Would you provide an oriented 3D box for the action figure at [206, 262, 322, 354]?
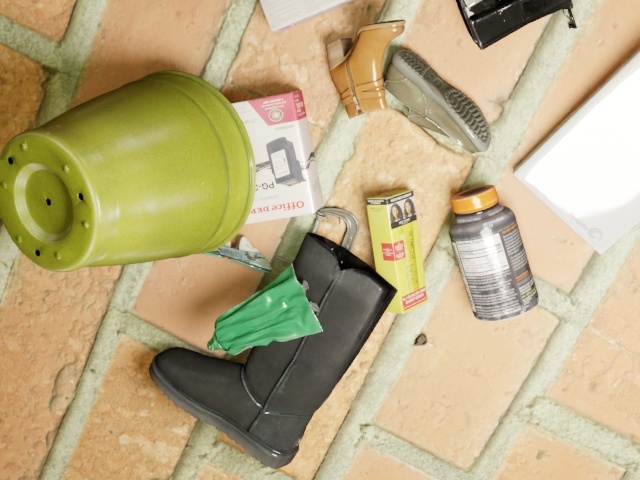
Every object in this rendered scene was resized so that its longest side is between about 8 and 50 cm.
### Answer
[{"bbox_3d":[-0.119,0.153,1.480,0.232,0.063,0.137,-27,77,16],"label":"action figure"}]

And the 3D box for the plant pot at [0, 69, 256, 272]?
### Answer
[{"bbox_3d":[-0.363,-0.102,1.402,0.366,0.353,0.366,9,110,27],"label":"plant pot"}]

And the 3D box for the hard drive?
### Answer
[{"bbox_3d":[0.563,-0.171,1.430,0.233,0.047,0.353,42,115,-2],"label":"hard drive"}]

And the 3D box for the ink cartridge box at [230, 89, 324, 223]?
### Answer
[{"bbox_3d":[-0.103,-0.160,1.533,0.172,0.100,0.237,-9,102,11],"label":"ink cartridge box"}]

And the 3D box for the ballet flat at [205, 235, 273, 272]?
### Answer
[{"bbox_3d":[-0.183,0.014,1.610,0.188,0.070,0.070,15,105,1],"label":"ballet flat"}]

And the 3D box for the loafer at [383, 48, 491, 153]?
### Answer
[{"bbox_3d":[0.217,-0.250,1.479,0.251,0.094,0.087,46,130,6],"label":"loafer"}]

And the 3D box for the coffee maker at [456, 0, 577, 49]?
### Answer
[{"bbox_3d":[0.345,-0.415,1.393,0.178,0.120,0.171,-26,99,14],"label":"coffee maker"}]

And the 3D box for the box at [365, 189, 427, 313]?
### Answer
[{"bbox_3d":[0.151,0.020,1.539,0.058,0.087,0.232,4,107,46],"label":"box"}]

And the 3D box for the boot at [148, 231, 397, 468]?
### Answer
[{"bbox_3d":[-0.106,0.178,1.570,0.367,0.146,0.445,31,109,9],"label":"boot"}]

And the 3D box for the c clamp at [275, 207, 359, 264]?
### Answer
[{"bbox_3d":[0.000,0.000,1.597,0.137,0.022,0.160,27,106,2],"label":"c clamp"}]

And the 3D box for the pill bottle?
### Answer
[{"bbox_3d":[0.324,0.021,1.496,0.130,0.130,0.245,-16,100,12],"label":"pill bottle"}]

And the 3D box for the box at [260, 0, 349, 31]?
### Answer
[{"bbox_3d":[0.049,-0.477,1.453,0.324,0.063,0.067,-20,98,13],"label":"box"}]

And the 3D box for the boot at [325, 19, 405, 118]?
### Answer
[{"bbox_3d":[0.099,-0.316,1.448,0.197,0.073,0.152,-11,97,51],"label":"boot"}]
